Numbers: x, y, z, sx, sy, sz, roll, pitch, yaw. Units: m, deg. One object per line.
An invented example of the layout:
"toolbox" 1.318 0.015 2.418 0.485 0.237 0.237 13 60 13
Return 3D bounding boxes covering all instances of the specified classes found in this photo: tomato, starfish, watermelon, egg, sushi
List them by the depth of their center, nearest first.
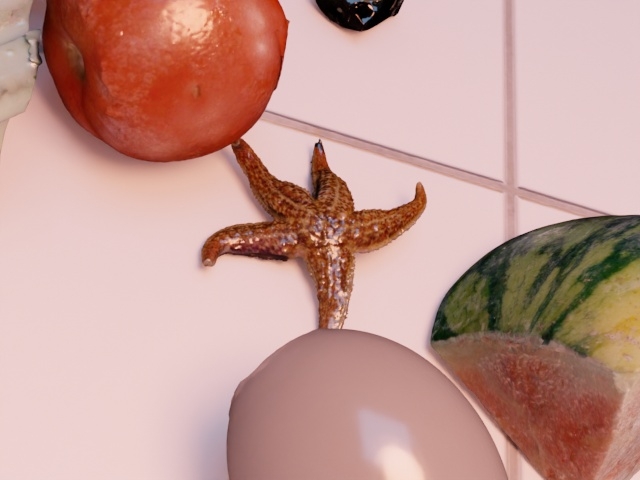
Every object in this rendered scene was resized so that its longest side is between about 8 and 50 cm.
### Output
"egg" 0.037 0.172 0.801 0.176 0.176 0.232 -21 71 -34
"tomato" -0.127 -0.172 0.994 0.184 0.208 0.208 -20 62 -29
"watermelon" 0.236 0.089 0.997 0.213 0.201 0.262 -28 25 -36
"starfish" 0.001 -0.006 1.013 0.213 0.057 0.238 -2 52 -14
"sushi" 0.035 -0.262 1.240 0.085 0.056 0.083 39 56 10

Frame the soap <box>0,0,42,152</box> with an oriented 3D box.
"soap" -0.401 -0.108 0.862 0.261 0.156 0.446 44 50 16
